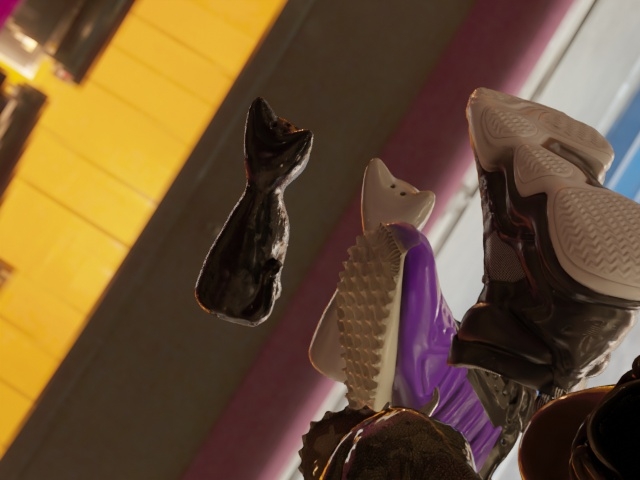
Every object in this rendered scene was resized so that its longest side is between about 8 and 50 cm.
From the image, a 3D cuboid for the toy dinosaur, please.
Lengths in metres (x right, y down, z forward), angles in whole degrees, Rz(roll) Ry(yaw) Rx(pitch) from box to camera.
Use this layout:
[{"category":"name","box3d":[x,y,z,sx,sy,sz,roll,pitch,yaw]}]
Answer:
[{"category":"toy dinosaur","box3d":[0.041,0.155,0.857,0.313,0.121,0.160,117,-36,-78]}]

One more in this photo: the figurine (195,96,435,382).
[{"category":"figurine","box3d":[0.000,0.000,1.436,0.092,0.215,0.209,-30,140,-52]}]

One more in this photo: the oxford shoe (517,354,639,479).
[{"category":"oxford shoe","box3d":[0.114,0.065,0.485,0.083,0.096,0.227,-58,-164,-12]}]

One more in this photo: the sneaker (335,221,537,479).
[{"category":"sneaker","box3d":[0.097,0.105,1.234,0.102,0.146,0.293,-120,-158,-55]}]

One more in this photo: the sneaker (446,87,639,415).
[{"category":"sneaker","box3d":[0.131,0.007,1.029,0.268,0.101,0.153,-110,-141,-60]}]
